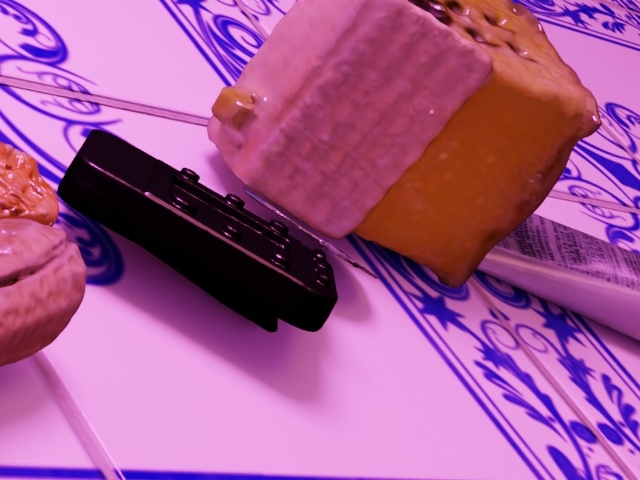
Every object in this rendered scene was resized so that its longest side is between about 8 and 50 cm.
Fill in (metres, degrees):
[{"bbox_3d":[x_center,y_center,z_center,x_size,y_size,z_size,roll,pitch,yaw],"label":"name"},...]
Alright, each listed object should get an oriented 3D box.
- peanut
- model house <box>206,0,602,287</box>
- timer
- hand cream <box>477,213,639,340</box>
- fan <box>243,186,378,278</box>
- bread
[{"bbox_3d":[-0.187,0.037,1.031,0.080,0.080,0.174,40,28,12],"label":"peanut"},{"bbox_3d":[0.050,-0.098,1.445,0.234,0.193,0.175,16,32,-46],"label":"model house"},{"bbox_3d":[-0.078,-0.002,1.268,0.187,0.055,0.144,30,8,-7],"label":"timer"},{"bbox_3d":[0.237,0.039,1.631,0.341,0.078,0.124,20,27,-14],"label":"hand cream"},{"bbox_3d":[0.000,0.000,1.357,0.113,0.005,0.175,33,0,-18],"label":"fan"},{"bbox_3d":[-0.205,-0.029,1.170,0.111,0.044,0.083,13,33,-47],"label":"bread"}]
